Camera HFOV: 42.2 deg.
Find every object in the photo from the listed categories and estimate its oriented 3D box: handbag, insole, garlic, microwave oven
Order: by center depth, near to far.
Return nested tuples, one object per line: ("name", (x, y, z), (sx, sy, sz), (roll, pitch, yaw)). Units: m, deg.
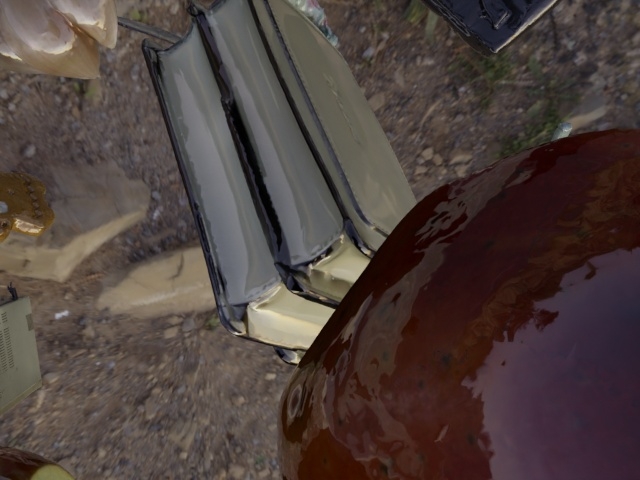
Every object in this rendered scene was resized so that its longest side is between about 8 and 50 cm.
("handbag", (-0.016, -0.064, 0.794), (0.160, 0.237, 0.358), (-38, 54, 24))
("handbag", (0.242, -0.411, 1.106), (0.244, 0.088, 0.275), (44, 105, 2))
("garlic", (-0.460, -0.376, 1.252), (0.279, 0.132, 0.325), (-5, 115, 23))
("microwave oven", (-0.545, 0.178, 1.272), (0.145, 0.240, 0.193), (-10, 95, 1))
("insole", (-0.364, -0.478, 1.935), (0.348, 0.119, 0.009), (26, 112, 28))

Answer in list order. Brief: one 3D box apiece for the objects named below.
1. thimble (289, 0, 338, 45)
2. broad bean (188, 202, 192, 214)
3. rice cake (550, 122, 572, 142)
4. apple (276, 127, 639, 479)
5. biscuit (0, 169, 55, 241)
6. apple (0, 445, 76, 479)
("thimble", (-0.073, -0.389, 1.643), (0.211, 0.149, 0.185), (-7, 78, -53))
("broad bean", (-0.145, -0.119, 1.366), (0.100, 0.169, 0.228), (43, 120, -13))
("rice cake", (0.432, -0.174, 1.529), (0.022, 0.121, 0.021), (-10, 59, -13))
("apple", (0.143, 0.133, 0.468), (0.295, 0.365, 0.328), (15, 71, -35))
("biscuit", (-0.528, -0.067, 1.242), (0.249, 0.035, 0.184), (6, 38, -35))
("apple", (-0.238, 0.245, 0.574), (0.160, 0.173, 0.195), (-3, 68, -10))
